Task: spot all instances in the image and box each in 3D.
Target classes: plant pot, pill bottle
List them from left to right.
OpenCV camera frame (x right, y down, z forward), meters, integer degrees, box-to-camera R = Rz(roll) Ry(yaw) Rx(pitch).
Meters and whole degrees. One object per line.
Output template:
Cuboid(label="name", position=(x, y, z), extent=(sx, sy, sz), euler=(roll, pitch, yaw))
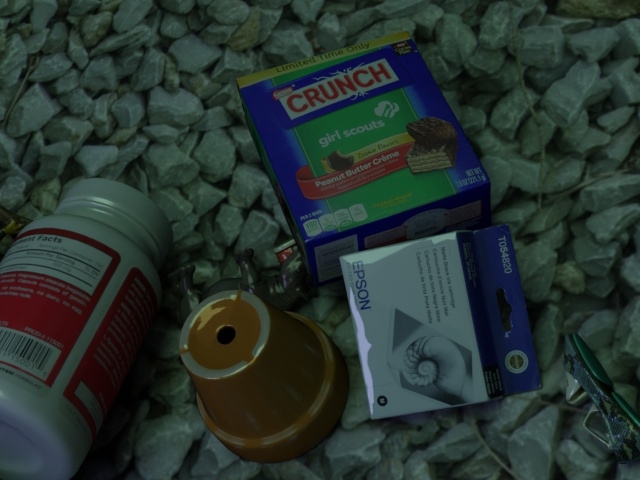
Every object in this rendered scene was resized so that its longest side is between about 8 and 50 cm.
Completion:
Cuboid(label="pill bottle", position=(-0.359, 0.115, 1.929), extent=(0.229, 0.229, 0.408), euler=(3, 48, 25))
Cuboid(label="plant pot", position=(-0.088, 0.163, 1.828), extent=(0.205, 0.188, 0.205), euler=(-11, 57, 17))

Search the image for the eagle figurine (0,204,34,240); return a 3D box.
Cuboid(label="eagle figurine", position=(-0.548, 0.062, 2.064), extent=(0.226, 0.225, 0.298), euler=(13, 63, 25))

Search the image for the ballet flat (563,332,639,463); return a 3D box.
Cuboid(label="ballet flat", position=(0.337, 0.196, 1.707), extent=(0.070, 0.070, 0.188), euler=(-33, 50, 1))

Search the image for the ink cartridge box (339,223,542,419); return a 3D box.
Cuboid(label="ink cartridge box", position=(0.152, 0.105, 1.788), extent=(0.224, 0.045, 0.223), euler=(-13, 86, 16))

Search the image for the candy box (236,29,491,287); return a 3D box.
Cuboid(label="candy box", position=(0.058, -0.122, 1.947), extent=(0.268, 0.122, 0.317), euler=(-18, 53, -8))

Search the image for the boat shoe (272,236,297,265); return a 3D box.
Cuboid(label="boat shoe", position=(0.000, 0.000, 1.983), extent=(0.137, 0.049, 0.043), euler=(-27, 95, 2))

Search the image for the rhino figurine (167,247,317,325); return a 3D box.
Cuboid(label="rhino figurine", position=(-0.097, 0.067, 1.957), extent=(0.243, 0.073, 0.106), euler=(-15, 85, 13))
